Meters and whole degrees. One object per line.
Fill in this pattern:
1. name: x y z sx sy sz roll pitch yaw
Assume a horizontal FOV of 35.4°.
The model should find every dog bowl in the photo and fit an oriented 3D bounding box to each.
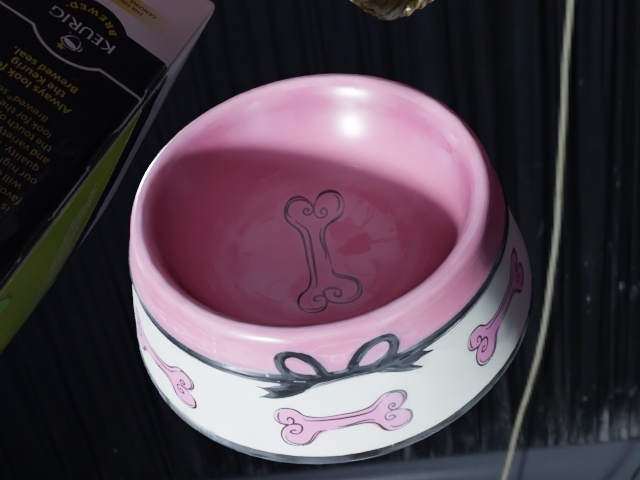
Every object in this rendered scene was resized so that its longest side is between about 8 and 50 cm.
1. dog bowl: 0.000 0.000 0.972 0.407 0.150 0.408 -6 48 7

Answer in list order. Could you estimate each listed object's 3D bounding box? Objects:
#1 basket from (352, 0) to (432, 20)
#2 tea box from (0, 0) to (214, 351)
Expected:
1. basket: 0.060 -0.359 0.839 0.213 0.299 0.223 25 16 -25
2. tea box: -0.294 -0.078 0.585 0.329 0.220 0.324 33 47 -7
